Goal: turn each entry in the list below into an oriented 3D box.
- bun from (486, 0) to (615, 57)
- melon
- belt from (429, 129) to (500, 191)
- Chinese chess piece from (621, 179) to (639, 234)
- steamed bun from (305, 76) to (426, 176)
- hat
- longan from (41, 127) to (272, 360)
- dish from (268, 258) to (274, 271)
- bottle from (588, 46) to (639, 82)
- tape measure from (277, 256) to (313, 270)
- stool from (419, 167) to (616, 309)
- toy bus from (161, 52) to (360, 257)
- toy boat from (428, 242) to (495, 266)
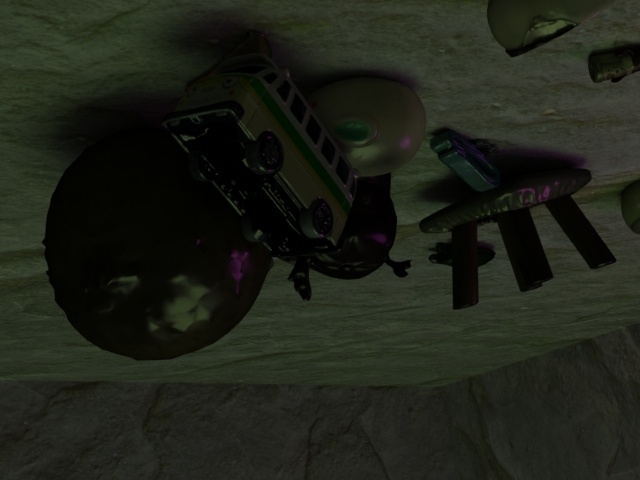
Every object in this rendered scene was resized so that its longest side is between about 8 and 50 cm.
[{"bbox_3d":[0.300,-0.333,1.274,0.173,0.120,0.173,-27,-170,5],"label":"bun"},{"bbox_3d":[-0.120,-0.255,1.458,0.098,0.054,0.182,23,146,-31],"label":"melon"},{"bbox_3d":[0.281,-0.167,1.841,0.065,0.100,0.179,-21,142,36],"label":"belt"},{"bbox_3d":[0.823,-0.090,2.238,0.238,0.092,0.238,-7,160,-3],"label":"Chinese chess piece"},{"bbox_3d":[0.070,-0.176,1.575,0.228,0.130,0.177,1,142,-28],"label":"steamed bun"},{"bbox_3d":[0.053,-0.025,1.806,0.238,0.209,0.336,-3,135,-9],"label":"hat"},{"bbox_3d":[-0.275,0.006,1.585,0.391,0.391,0.391,-8,161,-3],"label":"longan"},{"bbox_3d":[-0.204,0.057,2.044,0.182,0.080,0.243,-21,149,4],"label":"dish"},{"bbox_3d":[0.500,-0.294,1.586,0.101,0.047,0.063,-11,170,4],"label":"bottle"},{"bbox_3d":[0.000,0.000,2.106,0.236,0.120,0.197,-8,155,25],"label":"tape measure"},{"bbox_3d":[0.419,-0.004,2.042,0.310,0.226,0.310,-10,169,-36],"label":"stool"},{"bbox_3d":[-0.073,-0.129,1.416,0.143,0.179,0.305,-4,138,38],"label":"toy bus"},{"bbox_3d":[0.376,0.042,2.487,0.210,0.052,0.104,6,154,-39],"label":"toy boat"}]
